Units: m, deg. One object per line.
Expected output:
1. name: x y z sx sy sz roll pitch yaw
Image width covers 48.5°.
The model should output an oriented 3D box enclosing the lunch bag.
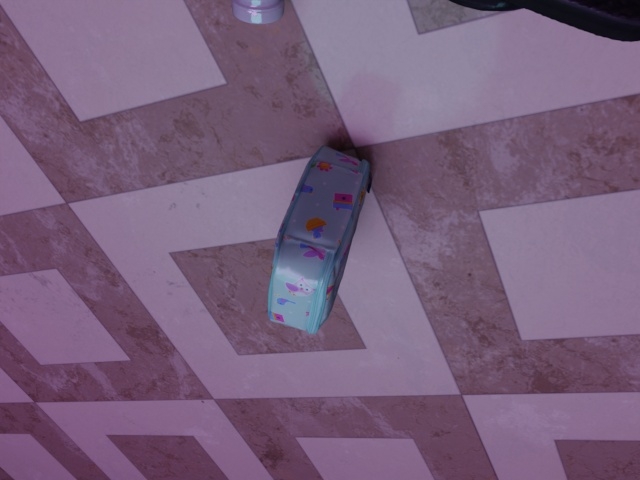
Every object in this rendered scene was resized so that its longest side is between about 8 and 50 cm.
1. lunch bag: 0.000 0.000 1.165 0.107 0.279 0.224 17 146 6

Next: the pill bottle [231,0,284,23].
1. pill bottle: -0.083 -0.391 0.946 0.103 0.103 0.184 14 135 8

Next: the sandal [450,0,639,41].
1. sandal: 0.198 -0.339 0.857 0.445 0.168 0.107 23 164 1
